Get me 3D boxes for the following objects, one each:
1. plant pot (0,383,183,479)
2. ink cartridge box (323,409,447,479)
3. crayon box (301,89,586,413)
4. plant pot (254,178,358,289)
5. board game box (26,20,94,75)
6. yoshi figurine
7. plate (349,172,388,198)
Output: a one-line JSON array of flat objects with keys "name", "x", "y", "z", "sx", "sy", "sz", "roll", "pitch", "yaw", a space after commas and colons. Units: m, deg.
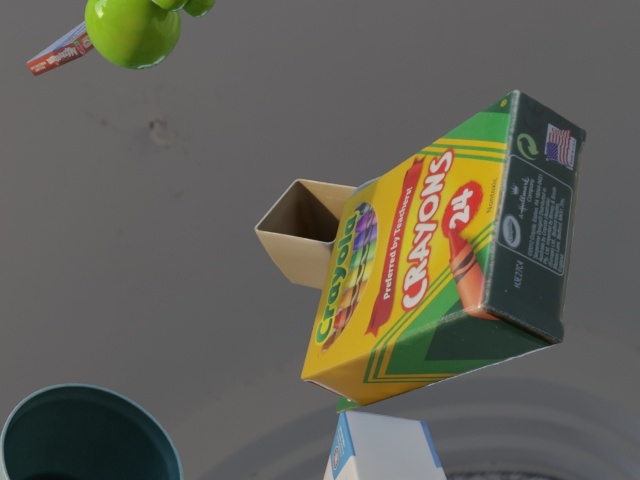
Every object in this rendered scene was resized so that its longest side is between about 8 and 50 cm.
[{"name": "plant pot", "x": -0.392, "y": 0.402, "z": 1.595, "sx": 0.293, "sy": 0.293, "sz": 0.196, "roll": 6, "pitch": -48, "yaw": -39}, {"name": "ink cartridge box", "x": 0.065, "y": 0.417, "z": 1.336, "sx": 0.129, "sy": 0.223, "sz": 0.307, "roll": 9, "pitch": -70, "yaw": -10}, {"name": "crayon box", "x": 0.087, "y": 0.027, "z": 0.897, "sx": 0.081, "sy": 0.202, "sz": 0.318, "roll": 25, "pitch": -30, "yaw": -21}, {"name": "plant pot", "x": 0.000, "y": 0.000, "z": 1.234, "sx": 0.109, "sy": 0.109, "sz": 0.096, "roll": -52, "pitch": -38, "yaw": -40}, {"name": "board game box", "x": -0.299, "y": -0.341, "z": 1.503, "sx": 0.281, "sy": 0.145, "sz": 0.027, "roll": -48, "pitch": -65, "yaw": -34}, {"name": "yoshi figurine", "x": -0.260, "y": -0.334, "z": 1.214, "sx": 0.203, "sy": 0.362, "sz": 0.203, "roll": -27, "pitch": -39, "yaw": -20}, {"name": "plate", "x": 0.125, "y": -0.051, "z": 1.128, "sx": 0.188, "sy": 0.024, "sz": 0.188, "roll": 1, "pitch": -18, "yaw": 0}]
